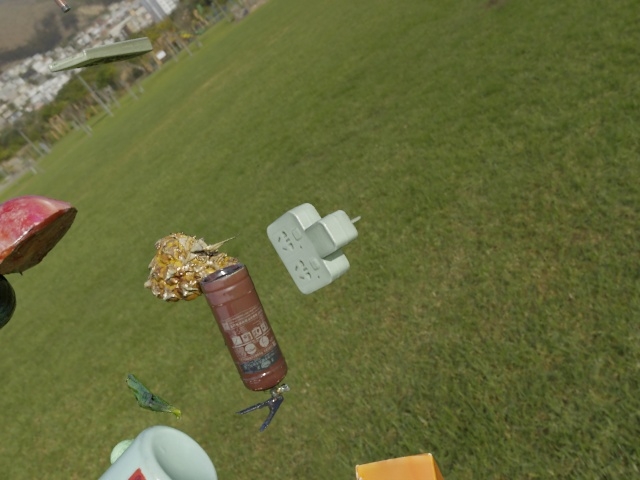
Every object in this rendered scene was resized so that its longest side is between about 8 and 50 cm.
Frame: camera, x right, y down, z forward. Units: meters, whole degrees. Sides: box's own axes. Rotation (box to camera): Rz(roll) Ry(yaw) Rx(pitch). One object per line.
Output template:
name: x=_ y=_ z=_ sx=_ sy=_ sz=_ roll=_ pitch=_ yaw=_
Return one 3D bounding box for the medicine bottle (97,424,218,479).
medicine bottle: x=-0.262 y=0.383 z=0.831 sx=0.225 sy=0.139 sz=0.139 roll=-48 pitch=22 yaw=8

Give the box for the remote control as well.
remote control: x=-0.535 y=-0.453 z=1.455 sx=0.124 sy=0.038 sz=0.285 roll=-12 pitch=20 yaw=21

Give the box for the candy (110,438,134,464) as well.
candy: x=-0.501 y=0.773 z=1.963 sx=0.440 sy=0.119 sz=0.119 roll=14 pitch=45 yaw=17

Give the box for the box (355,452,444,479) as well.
box: x=0.176 y=0.549 z=1.065 sx=0.144 sy=0.341 sz=0.224 roll=-13 pitch=52 yaw=11

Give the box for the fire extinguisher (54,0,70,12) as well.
fire extinguisher: x=-0.668 y=-0.620 z=1.498 sx=0.028 sy=0.083 sz=0.022 roll=-35 pitch=15 yaw=10

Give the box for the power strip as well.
power strip: x=0.000 y=0.000 z=1.637 sx=0.141 sy=0.229 sz=0.261 roll=-31 pitch=-1 yaw=-40

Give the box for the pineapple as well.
pineapple: x=-0.369 y=0.073 z=1.571 sx=0.335 sy=0.158 sz=0.161 roll=3 pitch=30 yaw=26

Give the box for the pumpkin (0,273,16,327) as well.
pumpkin: x=-0.985 y=0.149 z=1.635 sx=0.248 sy=0.248 sz=0.248 roll=-31 pitch=24 yaw=15

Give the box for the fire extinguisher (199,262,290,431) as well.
fire extinguisher: x=-0.153 y=0.228 z=1.216 sx=0.138 sy=0.343 sz=0.102 roll=-24 pitch=11 yaw=-18

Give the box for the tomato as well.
tomato: x=-0.905 y=-0.041 z=1.783 sx=0.309 sy=0.170 sz=0.309 roll=-49 pitch=4 yaw=5

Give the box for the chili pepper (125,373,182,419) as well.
chili pepper: x=-0.557 y=0.515 z=1.922 sx=0.076 sy=0.084 sz=0.359 roll=-32 pitch=22 yaw=-28
